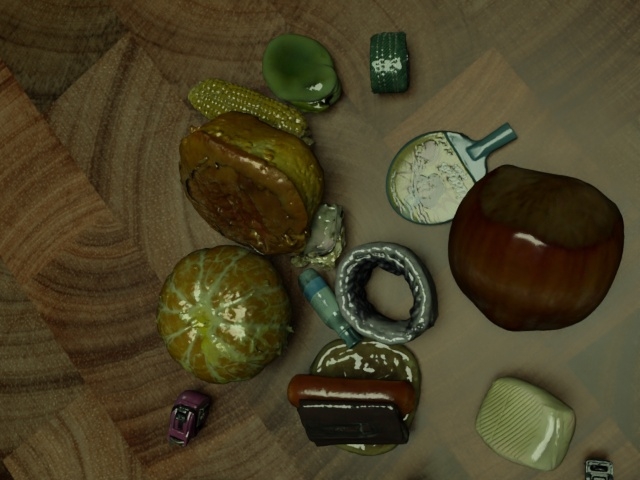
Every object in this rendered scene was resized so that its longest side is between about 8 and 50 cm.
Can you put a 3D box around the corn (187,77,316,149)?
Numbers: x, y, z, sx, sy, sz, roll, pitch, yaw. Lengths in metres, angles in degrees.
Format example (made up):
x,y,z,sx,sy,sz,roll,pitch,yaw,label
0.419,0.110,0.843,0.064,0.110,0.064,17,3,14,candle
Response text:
x,y,z,sx,sy,sz,roll,pitch,yaw,label
-0.163,-0.299,1.927,0.347,0.130,0.130,29,95,18,corn

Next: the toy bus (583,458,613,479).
x,y,z,sx,sy,sz,roll,pitch,yaw,label
0.603,0.534,1.723,0.060,0.075,0.123,1,88,14,toy bus

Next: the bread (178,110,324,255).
x,y,z,sx,sy,sz,roll,pitch,yaw,label
-0.151,-0.133,1.818,0.358,0.337,0.204,29,62,16,bread

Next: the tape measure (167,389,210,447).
x,y,z,sx,sy,sz,roll,pitch,yaw,label
-0.321,0.433,1.948,0.074,0.118,0.125,18,110,13,tape measure

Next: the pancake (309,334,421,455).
x,y,z,sx,sy,sz,roll,pitch,yaw,label
0.098,0.363,1.875,0.294,0.049,0.294,-1,87,16,pancake

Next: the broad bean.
x,y,z,sx,sy,sz,roll,pitch,yaw,label
-0.047,-0.402,1.919,0.169,0.100,0.228,-29,69,4,broad bean

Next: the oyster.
x,y,z,sx,sy,sz,roll,pitch,yaw,label
0.000,0.000,1.909,0.191,0.081,0.163,-26,57,27,oyster

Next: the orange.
x,y,z,sx,sy,sz,roll,pitch,yaw,label
-0.224,0.172,1.864,0.329,0.249,0.329,-2,83,22,orange

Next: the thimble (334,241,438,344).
x,y,z,sx,sy,sz,roll,pitch,yaw,label
0.157,0.120,1.814,0.217,0.157,0.245,-43,78,12,thimble

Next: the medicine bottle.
x,y,z,sx,sy,sz,roll,pitch,yaw,label
0.022,0.162,1.875,0.053,0.090,0.208,-32,74,-19,medicine bottle

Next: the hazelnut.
x,y,z,sx,sy,sz,roll,pitch,yaw,label
0.444,0.019,1.670,0.366,0.366,0.366,0,88,15,hazelnut

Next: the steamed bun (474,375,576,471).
x,y,z,sx,sy,sz,roll,pitch,yaw,label
0.456,0.397,1.702,0.152,0.238,0.170,21,91,-26,steamed bun

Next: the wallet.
x,y,z,sx,sy,sz,roll,pitch,yaw,label
0.075,0.412,1.777,0.229,0.182,0.049,-4,47,16,wallet

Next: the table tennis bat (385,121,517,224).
x,y,z,sx,sy,sz,roll,pitch,yaw,label
0.304,-0.168,1.845,0.329,0.044,0.215,-32,80,13,table tennis bat

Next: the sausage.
x,y,z,sx,sy,sz,roll,pitch,yaw,label
0.066,0.355,1.816,0.300,0.083,0.089,1,70,14,sausage

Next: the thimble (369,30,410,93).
x,y,z,sx,sy,sz,roll,pitch,yaw,label
0.161,-0.410,1.849,0.090,0.118,0.135,-2,72,10,thimble
